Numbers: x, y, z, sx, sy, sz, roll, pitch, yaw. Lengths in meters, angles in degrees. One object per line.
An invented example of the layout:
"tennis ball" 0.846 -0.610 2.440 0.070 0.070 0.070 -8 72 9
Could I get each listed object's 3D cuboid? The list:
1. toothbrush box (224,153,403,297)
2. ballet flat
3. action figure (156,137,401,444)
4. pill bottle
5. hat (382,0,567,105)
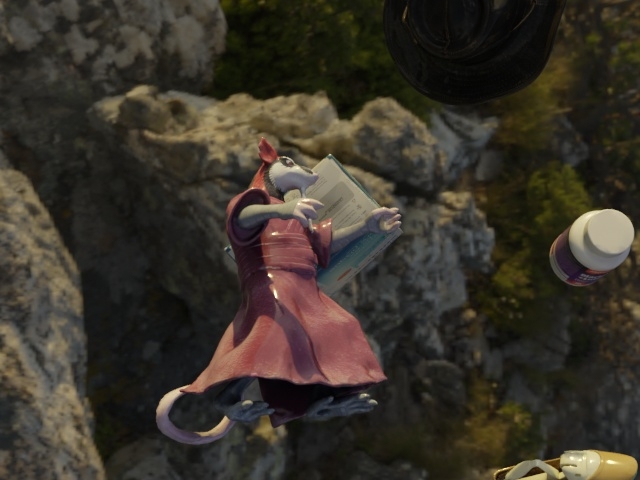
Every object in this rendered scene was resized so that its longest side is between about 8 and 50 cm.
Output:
"toothbrush box" 0.000 0.000 1.550 0.126 0.216 0.295 49 3 10
"ballet flat" 0.366 0.362 1.489 0.073 0.232 0.080 49 36 -21
"action figure" -0.051 0.050 1.215 0.248 0.276 0.370 26 44 -51
"pill bottle" 0.483 0.010 1.721 0.193 0.108 0.108 99 -1 -75
"hat" 0.210 -0.373 1.471 0.134 0.331 0.331 -4 88 -59
